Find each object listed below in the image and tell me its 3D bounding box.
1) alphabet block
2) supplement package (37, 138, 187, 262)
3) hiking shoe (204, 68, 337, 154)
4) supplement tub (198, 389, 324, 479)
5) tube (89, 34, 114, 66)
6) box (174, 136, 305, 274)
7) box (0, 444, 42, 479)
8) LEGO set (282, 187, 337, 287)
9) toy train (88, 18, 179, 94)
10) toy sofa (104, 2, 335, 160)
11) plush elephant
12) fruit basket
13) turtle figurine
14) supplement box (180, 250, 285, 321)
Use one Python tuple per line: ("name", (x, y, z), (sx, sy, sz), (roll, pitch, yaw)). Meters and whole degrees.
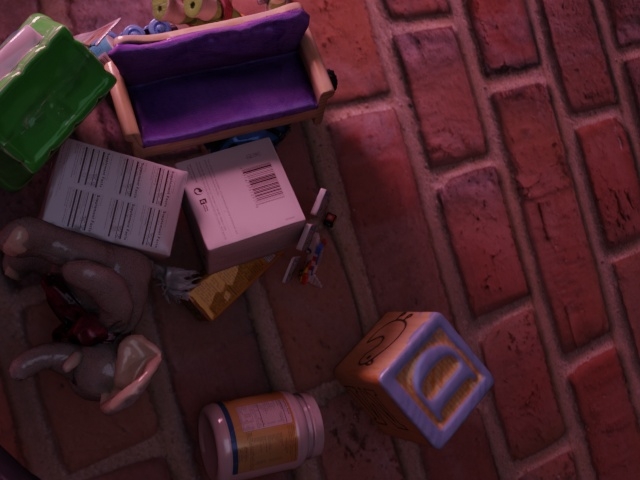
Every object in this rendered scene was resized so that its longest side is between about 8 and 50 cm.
("alphabet block", (0.180, 0.267, 1.462), (0.192, 0.197, 0.193), (-43, 103, -23))
("supplement package", (-0.356, -0.058, 1.251), (0.203, 0.194, 0.149), (15, 78, -23))
("hiking shoe", (-0.096, -0.239, 1.448), (0.304, 0.113, 0.132), (-25, 103, -15))
("supplement tub", (-0.108, 0.352, 1.350), (0.200, 0.144, 0.144), (-5, 87, -25))
("tube", (-0.426, -0.269, 1.282), (0.207, 0.052, 0.080), (-35, 96, 11))
("box", (-0.145, -0.062, 1.328), (0.182, 0.119, 0.180), (-19, 70, -15))
("box", (-0.711, 0.338, 0.937), (0.472, 0.297, 0.480), (43, 69, 1))
("LEGO set", (0.000, 0.000, 1.405), (0.060, 0.244, 0.182), (23, 92, 6))
("toy train", (-0.333, -0.335, 1.358), (0.184, 0.080, 0.105), (-23, 102, -24))
("toy sofa", (-0.170, -0.264, 1.272), (0.363, 0.177, 0.150), (-15, 72, -14))
("plush elephant", (-0.371, 0.138, 1.182), (0.330, 0.272, 0.255), (16, 74, -25))
("fruit basket", (-0.477, -0.212, 1.130), (0.327, 0.353, 0.165), (-55, 130, -19))
("turtle figurine", (-0.157, -0.449, 1.368), (0.266, 0.274, 0.198), (0, 41, -51))
("supplement box", (-0.156, 0.048, 1.397), (0.080, 0.078, 0.233), (48, 68, -13))
